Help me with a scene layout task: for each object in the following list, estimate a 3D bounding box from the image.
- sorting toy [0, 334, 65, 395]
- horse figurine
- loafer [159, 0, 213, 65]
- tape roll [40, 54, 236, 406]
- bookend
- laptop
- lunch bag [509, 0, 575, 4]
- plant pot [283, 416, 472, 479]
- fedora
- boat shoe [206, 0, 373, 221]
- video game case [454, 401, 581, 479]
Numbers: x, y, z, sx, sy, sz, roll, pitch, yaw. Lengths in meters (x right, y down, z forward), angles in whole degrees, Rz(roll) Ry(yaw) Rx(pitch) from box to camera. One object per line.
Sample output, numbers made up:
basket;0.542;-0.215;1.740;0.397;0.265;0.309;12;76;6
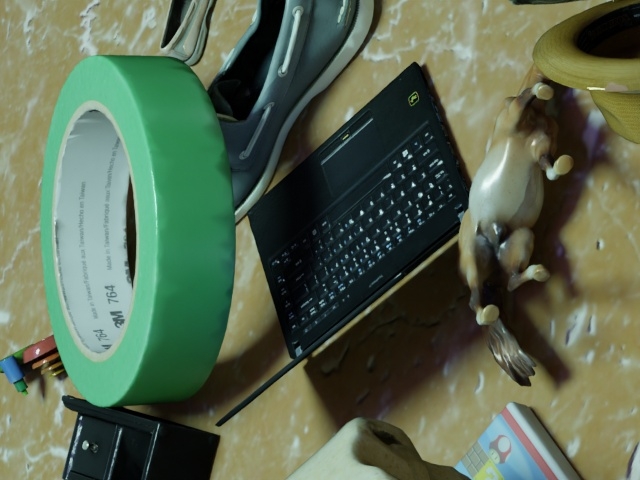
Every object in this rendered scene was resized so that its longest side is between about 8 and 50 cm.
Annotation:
sorting toy;-0.293;0.129;1.925;0.102;0.061;0.042;-24;95;48
horse figurine;0.151;-0.028;1.456;0.174;0.066;0.263;-112;33;-80
loafer;-0.132;-0.237;1.877;0.045;0.039;0.125;-5;74;47
tape roll;-0.174;-0.009;1.733;0.321;0.077;0.321;8;99;63
bookend;-0.186;0.235;1.750;0.157;0.072;0.156;10;85;48
laptop;0.000;0.000;1.585;0.234;0.136;0.264;-40;51;30
lunch bag;0.224;-0.326;1.413;0.287;0.169;0.235;-29;55;23
plant pot;0.011;0.307;1.329;0.305;0.334;0.334;-49;46;9
fedora;0.248;-0.122;1.369;0.194;0.194;0.079;15;125;48
boat shoe;-0.080;-0.127;1.739;0.319;0.099;0.116;-52;49;23
video game case;0.115;0.293;1.446;0.285;0.025;0.204;-53;45;20
